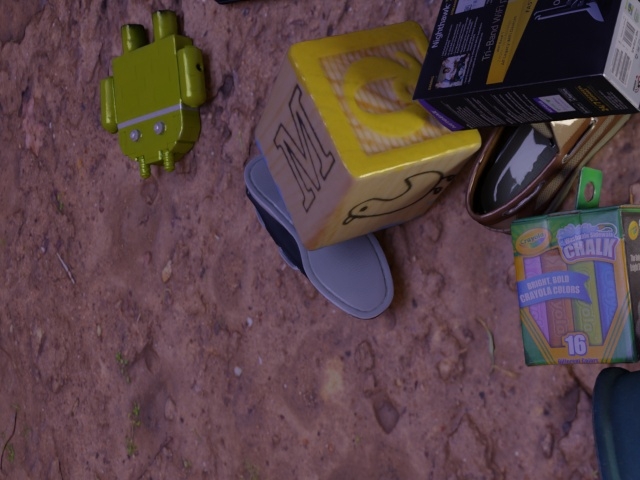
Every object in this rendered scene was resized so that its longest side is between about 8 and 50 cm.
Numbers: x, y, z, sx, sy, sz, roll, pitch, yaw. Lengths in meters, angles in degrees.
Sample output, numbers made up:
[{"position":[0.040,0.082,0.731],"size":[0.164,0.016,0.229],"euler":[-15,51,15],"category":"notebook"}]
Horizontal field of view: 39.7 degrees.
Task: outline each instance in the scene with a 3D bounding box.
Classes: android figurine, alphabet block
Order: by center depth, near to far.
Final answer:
[{"position":[0.050,-0.130,1.113],"size":[0.194,0.192,0.197],"euler":[64,155,17],"category":"alphabet block"},{"position":[-0.284,-0.244,1.507],"size":[0.248,0.056,0.273],"euler":[-7,85,38],"category":"android figurine"}]

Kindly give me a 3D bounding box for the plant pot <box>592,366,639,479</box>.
[{"position":[0.465,0.222,0.761],"size":[0.334,0.341,0.341],"euler":[-25,75,28],"category":"plant pot"}]

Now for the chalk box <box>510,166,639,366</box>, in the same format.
[{"position":[0.302,0.027,0.993],"size":[0.132,0.132,0.213],"euler":[-9,84,38],"category":"chalk box"}]

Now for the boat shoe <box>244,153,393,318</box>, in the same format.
[{"position":[0.000,0.000,1.263],"size":[0.114,0.091,0.303],"euler":[-29,64,-11],"category":"boat shoe"}]

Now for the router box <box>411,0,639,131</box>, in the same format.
[{"position":[0.249,-0.278,0.952],"size":[0.242,0.081,0.309],"euler":[2,69,50],"category":"router box"}]

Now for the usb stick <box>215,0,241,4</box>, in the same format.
[{"position":[-0.061,-0.405,1.331],"size":[0.278,0.045,0.077],"euler":[4,86,39],"category":"usb stick"}]

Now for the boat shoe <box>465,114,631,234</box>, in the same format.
[{"position":[0.272,-0.144,1.020],"size":[0.122,0.119,0.324],"euler":[37,113,32],"category":"boat shoe"}]
